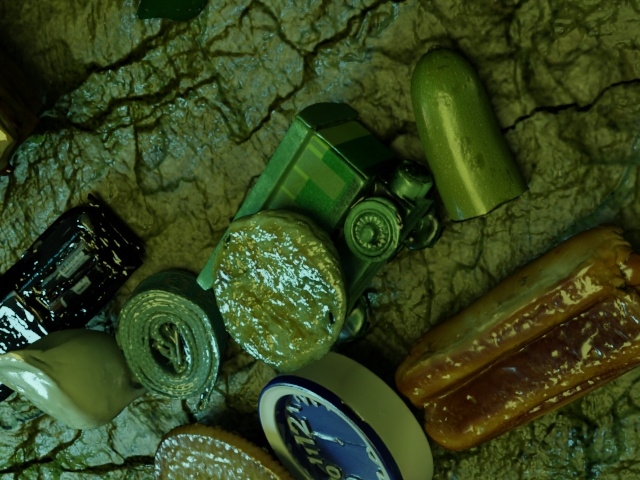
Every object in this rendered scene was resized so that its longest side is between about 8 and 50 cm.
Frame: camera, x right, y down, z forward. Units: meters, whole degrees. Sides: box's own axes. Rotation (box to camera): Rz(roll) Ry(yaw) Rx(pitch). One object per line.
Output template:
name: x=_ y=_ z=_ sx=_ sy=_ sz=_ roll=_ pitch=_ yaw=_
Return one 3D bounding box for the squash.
squash: x=0.148 y=-0.119 z=1.122 sx=0.095 sy=0.095 sz=0.188 roll=-20 pitch=100 yaw=27

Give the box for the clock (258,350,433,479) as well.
clock: x=0.030 y=0.246 z=1.276 sx=0.230 sy=0.083 sz=0.230 roll=32 pitch=144 yaw=27

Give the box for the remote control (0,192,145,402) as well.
remote control: x=-0.398 y=0.100 z=1.436 sx=0.144 sy=0.062 sz=0.399 roll=47 pitch=120 yaw=-3

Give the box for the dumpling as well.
dumpling: x=-0.349 y=0.184 z=1.370 sx=0.179 sy=0.252 sz=0.131 roll=-7 pitch=76 yaw=32

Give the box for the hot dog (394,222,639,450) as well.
hot dog: x=0.239 y=0.114 z=1.168 sx=0.349 sy=0.117 sz=0.158 roll=-38 pitch=92 yaw=32

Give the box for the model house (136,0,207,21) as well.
model house: x=-0.170 y=-0.338 z=1.149 sx=0.088 sy=0.117 sz=0.167 roll=40 pitch=122 yaw=20

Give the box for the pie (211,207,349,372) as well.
pie: x=-0.046 y=0.054 z=1.141 sx=0.187 sy=0.041 sz=0.187 roll=9 pitch=107 yaw=32

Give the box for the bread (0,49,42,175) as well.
bread: x=-0.524 y=-0.168 z=1.305 sx=0.314 sy=0.191 sz=0.370 roll=48 pitch=132 yaw=-10

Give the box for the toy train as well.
toy train: x=0.000 y=0.000 z=1.196 sx=0.202 sy=0.120 sz=0.301 roll=43 pitch=121 yaw=16

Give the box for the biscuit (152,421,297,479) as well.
biscuit: x=-0.108 y=0.373 z=1.419 sx=0.305 sy=0.038 sz=0.305 roll=20 pitch=129 yaw=26

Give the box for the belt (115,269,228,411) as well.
belt: x=-0.192 y=0.124 z=1.357 sx=0.147 sy=0.082 sz=0.163 roll=19 pitch=114 yaw=1
